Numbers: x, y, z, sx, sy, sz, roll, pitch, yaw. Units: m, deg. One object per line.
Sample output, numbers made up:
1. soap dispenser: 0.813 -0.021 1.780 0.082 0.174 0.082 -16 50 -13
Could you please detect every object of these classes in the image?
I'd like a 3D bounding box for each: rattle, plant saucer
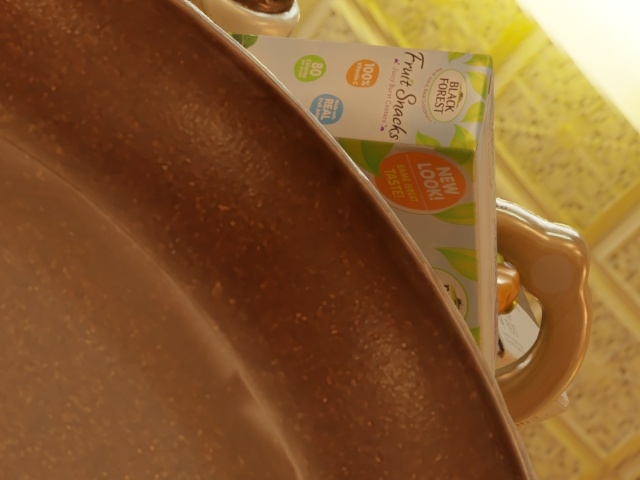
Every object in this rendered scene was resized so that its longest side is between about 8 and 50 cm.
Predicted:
1. rattle: 0.060 0.085 0.954 0.130 0.143 0.199 16 -65 -17
2. plant saucer: -0.087 0.061 0.327 0.310 0.310 0.050 51 -47 3

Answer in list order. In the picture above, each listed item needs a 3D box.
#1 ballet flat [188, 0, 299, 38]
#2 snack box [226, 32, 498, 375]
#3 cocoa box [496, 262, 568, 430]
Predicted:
1. ballet flat: -0.187 -0.224 1.210 0.400 0.139 0.139 43 -41 12
2. snack box: 0.000 0.000 0.562 0.100 0.037 0.141 5 -34 10
3. cocoa box: -0.043 0.065 1.360 0.347 0.231 0.228 -25 -110 12
